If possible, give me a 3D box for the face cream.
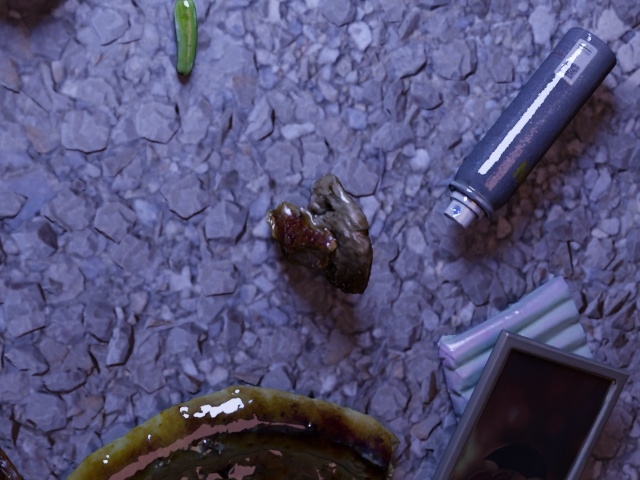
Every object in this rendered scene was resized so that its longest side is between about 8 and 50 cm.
[{"bbox_3d":[0.249,-0.132,1.515,0.073,0.073,0.283,41,84,-20],"label":"face cream"}]

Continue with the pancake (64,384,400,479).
[{"bbox_3d":[-0.112,0.318,1.464,0.427,0.067,0.305,8,97,-22],"label":"pancake"}]

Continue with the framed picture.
[{"bbox_3d":[0.251,0.269,1.571,0.211,0.020,0.289,19,99,-29],"label":"framed picture"}]

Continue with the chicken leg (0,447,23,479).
[{"bbox_3d":[-0.344,0.358,1.370,0.093,0.113,0.304,-15,106,5],"label":"chicken leg"}]

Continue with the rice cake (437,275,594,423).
[{"bbox_3d":[0.253,0.165,1.580,0.198,0.037,0.189,-22,105,-14],"label":"rice cake"}]

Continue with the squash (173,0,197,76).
[{"bbox_3d":[-0.150,-0.228,1.391,0.027,0.027,0.089,-5,101,-18],"label":"squash"}]

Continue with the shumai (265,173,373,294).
[{"bbox_3d":[0.010,0.004,1.434,0.105,0.123,0.139,-36,121,1],"label":"shumai"}]
